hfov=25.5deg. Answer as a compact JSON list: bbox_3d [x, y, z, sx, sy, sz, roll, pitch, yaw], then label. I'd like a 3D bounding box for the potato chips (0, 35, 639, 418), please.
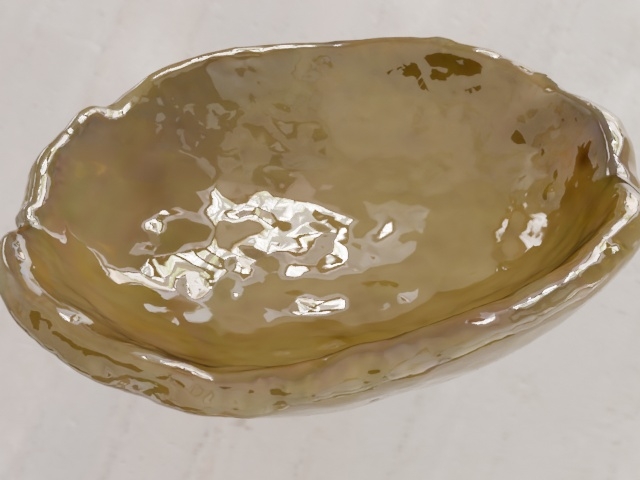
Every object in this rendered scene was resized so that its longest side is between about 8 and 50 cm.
[{"bbox_3d":[0.001,0.000,0.472,0.208,0.062,0.195,-32,47,-28],"label":"potato chips"}]
